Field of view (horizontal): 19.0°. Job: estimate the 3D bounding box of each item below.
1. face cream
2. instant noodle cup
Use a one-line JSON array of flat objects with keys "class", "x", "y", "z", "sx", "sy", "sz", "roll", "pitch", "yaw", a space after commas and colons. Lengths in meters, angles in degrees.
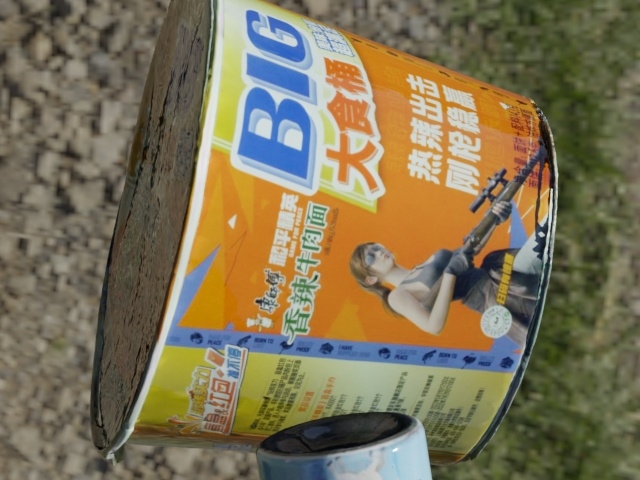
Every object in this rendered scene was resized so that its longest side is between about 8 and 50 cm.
[{"class": "face cream", "x": 0.025, "y": 0.193, "z": 0.826, "sx": 0.075, "sy": 0.075, "sz": 0.229, "roll": -15, "pitch": 99, "yaw": -37}, {"class": "instant noodle cup", "x": 0.000, "y": 0.000, "z": 1.115, "sx": 0.214, "sy": 0.296, "sz": 0.296, "roll": 11, "pitch": 87, "yaw": -12}]
